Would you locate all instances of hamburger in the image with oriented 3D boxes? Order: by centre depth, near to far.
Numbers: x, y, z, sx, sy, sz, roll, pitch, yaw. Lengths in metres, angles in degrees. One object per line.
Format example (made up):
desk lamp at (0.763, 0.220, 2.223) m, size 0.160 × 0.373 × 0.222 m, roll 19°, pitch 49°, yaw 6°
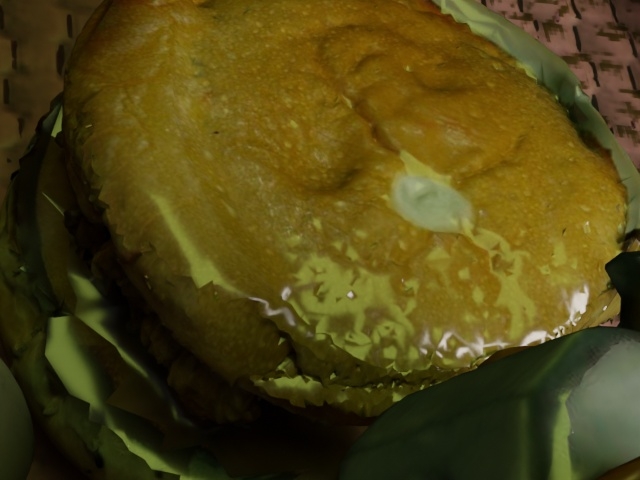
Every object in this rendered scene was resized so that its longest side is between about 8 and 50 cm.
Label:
hamburger at (0.000, 0.000, 0.560) m, size 0.177 × 0.113 × 0.185 m, roll 24°, pitch 42°, yaw 5°

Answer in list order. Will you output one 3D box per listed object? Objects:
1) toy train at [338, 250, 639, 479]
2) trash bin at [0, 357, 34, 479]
toy train at (0.096, 0.187, 0.382) m, size 0.232 × 0.163 × 0.369 m, roll 14°, pitch 66°, yaw -31°
trash bin at (-0.178, 0.070, 0.372) m, size 0.121 × 0.243 × 0.247 m, roll -6°, pitch 39°, yaw 30°
